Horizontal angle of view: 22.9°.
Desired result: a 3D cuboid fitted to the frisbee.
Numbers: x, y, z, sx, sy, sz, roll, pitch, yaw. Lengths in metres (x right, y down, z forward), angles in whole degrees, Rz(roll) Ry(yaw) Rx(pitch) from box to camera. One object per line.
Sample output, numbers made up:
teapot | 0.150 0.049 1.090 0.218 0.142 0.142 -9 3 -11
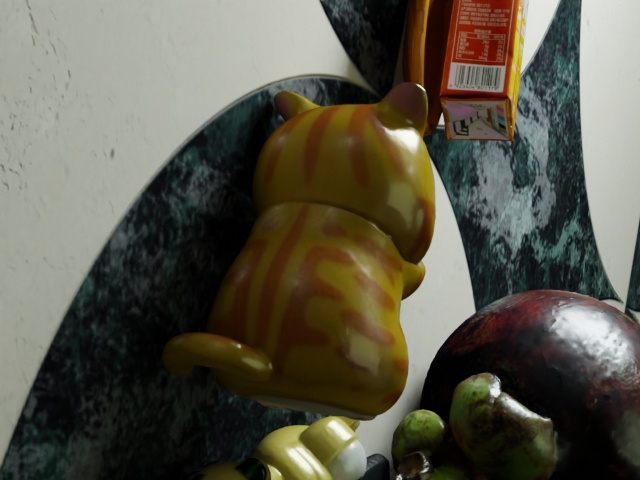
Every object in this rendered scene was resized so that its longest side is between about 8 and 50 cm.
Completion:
frisbee | 0.100 -0.198 1.531 0.192 0.035 0.192 5 90 -78

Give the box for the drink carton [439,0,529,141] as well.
drink carton | 0.171 -0.218 1.597 0.096 0.071 0.223 69 27 -65

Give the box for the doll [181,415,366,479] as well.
doll | -0.043 0.203 1.282 0.117 0.086 0.291 -48 166 21

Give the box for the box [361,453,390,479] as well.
box | 0.038 0.279 1.532 0.126 0.027 0.125 -25 118 -61

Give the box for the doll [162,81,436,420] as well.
doll | 0.002 0.018 1.249 0.162 0.166 0.270 63 38 -52

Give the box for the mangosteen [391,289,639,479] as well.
mangosteen | 0.227 0.197 1.624 0.311 0.311 0.311 -25 118 -61
